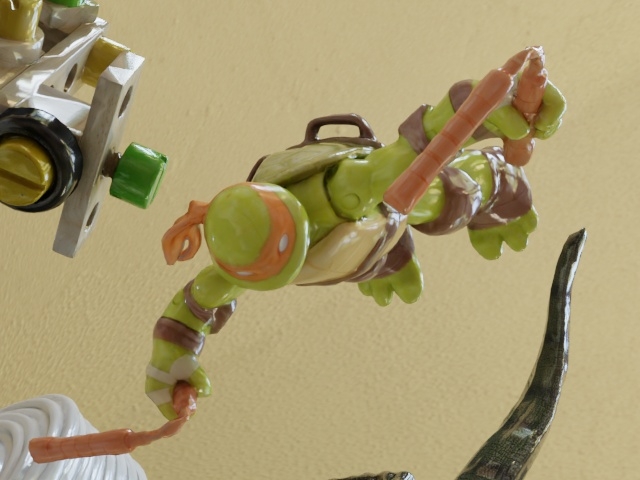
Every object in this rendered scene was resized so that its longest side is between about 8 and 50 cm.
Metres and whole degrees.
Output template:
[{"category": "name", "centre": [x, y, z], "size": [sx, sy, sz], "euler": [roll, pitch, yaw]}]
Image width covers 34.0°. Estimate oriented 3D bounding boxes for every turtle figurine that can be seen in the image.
[{"category": "turtle figurine", "centre": [0.000, 0.000, 0.463], "size": [0.087, 0.269, 0.217], "euler": [55, -157, 15]}]

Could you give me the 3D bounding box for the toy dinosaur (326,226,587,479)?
[{"category": "toy dinosaur", "centre": [0.028, 0.117, 0.366], "size": [0.064, 0.118, 0.268], "euler": [36, -128, -2]}]

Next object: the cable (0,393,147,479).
[{"category": "cable", "centre": [-0.225, 0.195, 0.605], "size": [0.089, 0.257, 0.257], "euler": [56, -141, -18]}]

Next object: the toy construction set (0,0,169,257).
[{"category": "toy construction set", "centre": [-0.172, -0.138, 0.643], "size": [0.237, 0.257, 0.309], "euler": [23, -84, 6]}]
